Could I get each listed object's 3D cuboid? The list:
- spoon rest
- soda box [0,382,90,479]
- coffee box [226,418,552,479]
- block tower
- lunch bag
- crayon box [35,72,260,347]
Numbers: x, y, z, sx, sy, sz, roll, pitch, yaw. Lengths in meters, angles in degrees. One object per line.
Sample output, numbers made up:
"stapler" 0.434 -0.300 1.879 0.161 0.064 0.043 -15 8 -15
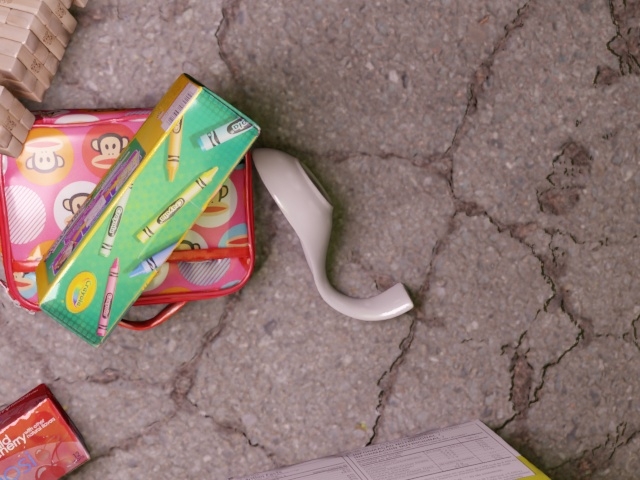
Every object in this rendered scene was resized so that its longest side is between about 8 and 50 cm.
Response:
"spoon rest" 0.000 0.000 1.749 0.084 0.137 0.276 -37 117 8
"soda box" -0.400 0.278 1.693 0.263 0.083 0.092 -34 104 -9
"coffee box" 0.104 0.438 1.709 0.338 0.334 0.337 -12 100 -10
"block tower" -0.313 -0.263 1.593 0.097 0.091 0.335 16 77 16
"lunch bag" -0.223 -0.023 1.691 0.293 0.120 0.258 -5 102 -12
"crayon box" -0.186 -0.038 1.547 0.081 0.165 0.278 36 92 -16
